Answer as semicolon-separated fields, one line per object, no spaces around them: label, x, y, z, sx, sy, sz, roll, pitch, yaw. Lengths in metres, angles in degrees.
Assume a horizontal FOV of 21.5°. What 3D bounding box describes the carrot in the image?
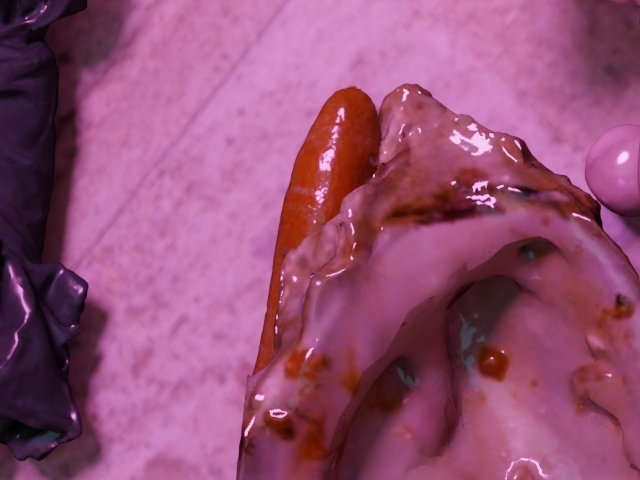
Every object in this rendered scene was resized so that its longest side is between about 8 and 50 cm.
carrot;0.000;0.000;0.742;0.048;0.048;0.139;10;93;26

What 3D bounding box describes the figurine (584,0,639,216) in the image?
figurine;0.162;-0.067;0.611;0.182;0.144;0.256;-37;78;19

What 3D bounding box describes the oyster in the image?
oyster;0.044;0.124;0.668;0.221;0.096;0.361;-19;80;-7

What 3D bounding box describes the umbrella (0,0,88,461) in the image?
umbrella;-0.179;-0.003;0.805;0.143;0.094;0.348;8;96;30
